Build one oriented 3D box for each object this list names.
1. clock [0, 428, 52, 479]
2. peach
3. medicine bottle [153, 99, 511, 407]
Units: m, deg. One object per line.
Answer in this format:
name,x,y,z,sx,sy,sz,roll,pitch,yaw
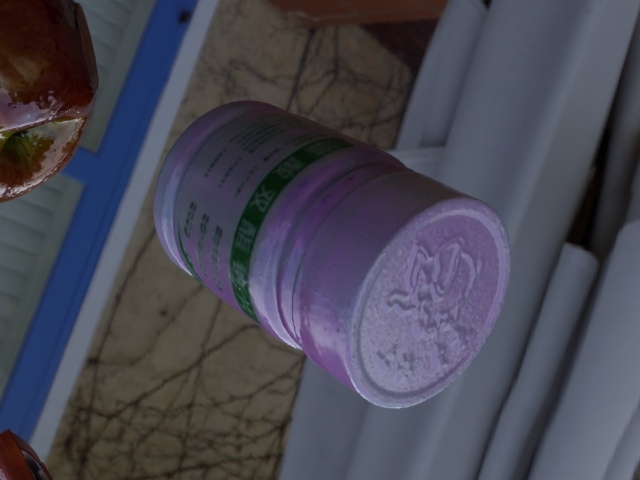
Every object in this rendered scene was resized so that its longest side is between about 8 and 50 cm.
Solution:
clock,-0.431,0.369,1.425,0.155,0.061,0.113,41,162,42
peach,-0.475,-0.250,1.355,0.310,0.406,0.335,-20,155,-3
medicine bottle,0.000,0.000,0.951,0.325,0.212,0.212,31,-178,44
